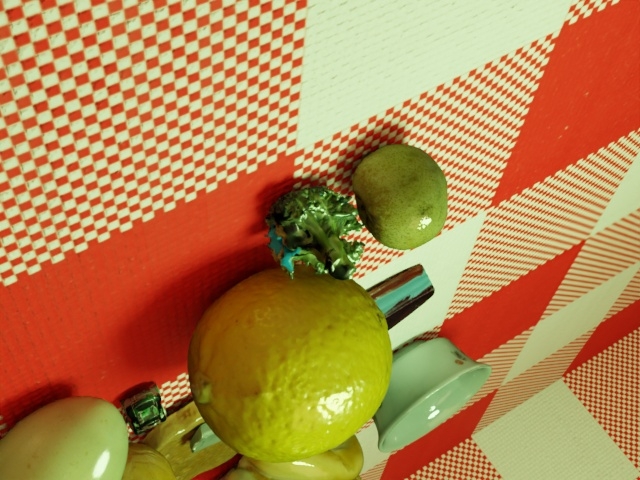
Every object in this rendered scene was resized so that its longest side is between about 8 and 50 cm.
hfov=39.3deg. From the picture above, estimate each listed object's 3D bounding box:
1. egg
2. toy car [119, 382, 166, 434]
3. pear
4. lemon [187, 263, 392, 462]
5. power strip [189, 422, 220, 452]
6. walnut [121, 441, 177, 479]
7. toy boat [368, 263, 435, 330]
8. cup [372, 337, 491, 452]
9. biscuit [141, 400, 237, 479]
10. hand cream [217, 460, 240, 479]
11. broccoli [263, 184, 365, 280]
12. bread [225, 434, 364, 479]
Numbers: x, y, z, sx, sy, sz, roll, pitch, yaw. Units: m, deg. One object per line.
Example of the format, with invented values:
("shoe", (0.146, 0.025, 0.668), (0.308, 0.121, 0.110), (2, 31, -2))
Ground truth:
("egg", (-0.397, 0.344, 1.360), (0.253, 0.188, 0.188), (-51, 153, 5))
("toy car", (-0.304, 0.302, 1.563), (0.069, 0.055, 0.142), (-25, 151, -18))
("pear", (0.122, -0.065, 1.371), (0.137, 0.167, 0.167), (-21, 153, -6))
("lemon", (-0.047, 0.193, 1.426), (0.336, 0.336, 0.336), (-29, 154, -16))
("power strip", (-0.153, 0.352, 1.748), (0.253, 0.027, 0.060), (-14, 145, -44))
("walnut", (-0.364, 0.449, 1.575), (0.226, 0.193, 0.193), (-1, 147, -6))
("toy boat", (0.064, 0.177, 1.815), (0.392, 0.079, 0.136), (-31, 153, -18))
("cup", (0.245, 0.366, 2.255), (0.347, 0.163, 0.347), (-30, 154, -17))
("biscuit", (-0.247, 0.394, 1.790), (0.351, 0.057, 0.312), (-20, 149, -36))
("hand cream", (-0.188, 0.553, 2.163), (0.234, 0.050, 0.080), (-42, 155, -9))
("broccoli", (0.000, 0.000, 1.318), (0.155, 0.160, 0.167), (-10, 129, -14))
("bread", (-0.065, 0.538, 2.076), (0.329, 0.245, 0.424), (-4, 177, 23))
